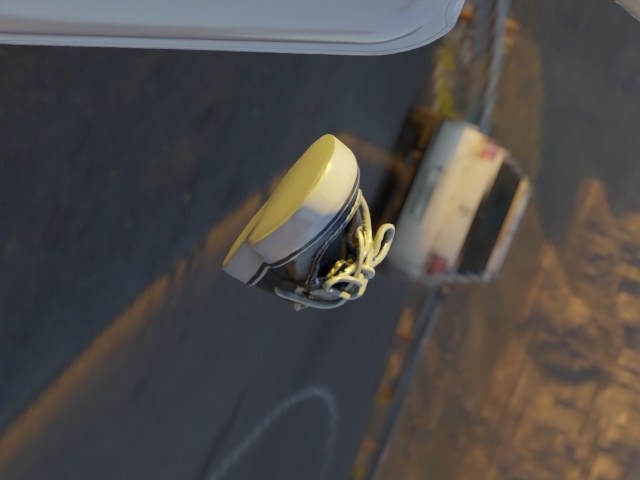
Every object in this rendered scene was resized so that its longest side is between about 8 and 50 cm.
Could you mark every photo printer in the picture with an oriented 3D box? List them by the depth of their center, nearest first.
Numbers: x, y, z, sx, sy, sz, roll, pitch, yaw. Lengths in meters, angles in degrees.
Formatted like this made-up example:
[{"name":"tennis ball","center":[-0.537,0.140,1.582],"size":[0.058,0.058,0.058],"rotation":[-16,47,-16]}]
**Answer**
[{"name":"photo printer","center":[-0.056,-0.229,1.057],"size":[0.107,0.307,0.256],"rotation":[101,-10,-58]}]

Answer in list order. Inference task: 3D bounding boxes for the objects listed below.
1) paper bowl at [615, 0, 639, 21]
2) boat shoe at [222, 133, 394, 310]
[{"name":"paper bowl","center":[0.233,-0.208,0.739],"size":[0.148,0.284,0.284],"rotation":[-14,130,-57]},{"name":"boat shoe","center":[-0.002,0.004,1.453],"size":[0.113,0.105,0.306],"rotation":[-57,-175,-20]}]
